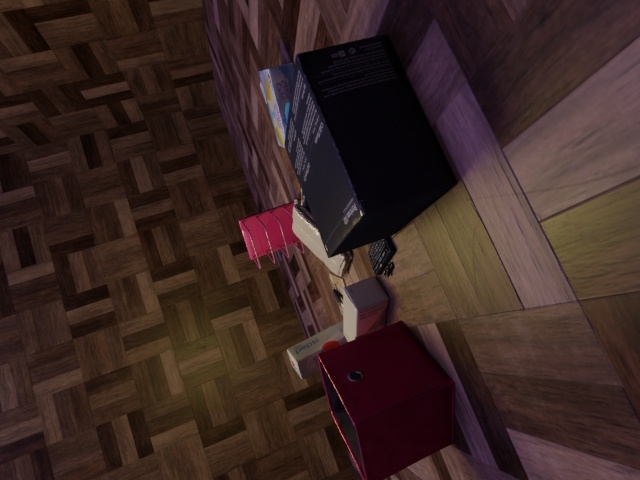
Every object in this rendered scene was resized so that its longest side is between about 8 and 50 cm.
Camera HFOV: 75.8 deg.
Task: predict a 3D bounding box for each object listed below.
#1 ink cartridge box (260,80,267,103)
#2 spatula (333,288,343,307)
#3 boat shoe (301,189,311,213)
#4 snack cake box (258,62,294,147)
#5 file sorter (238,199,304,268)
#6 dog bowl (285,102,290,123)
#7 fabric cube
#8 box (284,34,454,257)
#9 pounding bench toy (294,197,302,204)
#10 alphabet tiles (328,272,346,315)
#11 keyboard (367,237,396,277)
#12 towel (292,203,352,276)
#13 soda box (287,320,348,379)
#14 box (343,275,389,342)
[{"bbox_3d":[-0.228,-0.627,1.734,0.048,0.028,0.083,157,94,-77],"label":"ink cartridge box"},{"bbox_3d":[0.098,0.258,1.612,0.296,0.030,0.084,-136,31,-64],"label":"spatula"},{"bbox_3d":[-0.026,-0.123,1.498,0.079,0.084,0.233,-120,18,-53],"label":"boat shoe"},{"bbox_3d":[-0.121,-0.456,1.408,0.152,0.089,0.264,-135,29,-64],"label":"snack cake box"},{"bbox_3d":[-0.183,-0.023,1.840,0.182,0.291,0.202,-138,32,-59],"label":"file sorter"},{"bbox_3d":[-0.029,-0.343,1.229,0.297,0.074,0.165,-146,39,-70],"label":"dog bowl"},{"bbox_3d":[0.170,0.417,1.084,0.254,0.258,0.258,-128,23,-57],"label":"fabric cube"},{"bbox_3d":[0.068,-0.165,0.854,0.343,0.179,0.312,122,129,-74],"label":"box"},{"bbox_3d":[-0.077,-0.150,1.710,0.083,0.065,0.052,-177,69,-76],"label":"pounding bench toy"},{"bbox_3d":[0.097,0.239,1.679,0.237,0.009,0.198,-169,61,-75],"label":"alphabet tiles"},{"bbox_3d":[0.163,0.045,1.106,0.180,0.023,0.108,99,149,-66],"label":"keyboard"},{"bbox_3d":[0.000,0.000,1.486,0.282,0.049,0.187,45,158,16],"label":"towel"},{"bbox_3d":[0.024,0.412,1.588,0.098,0.287,0.091,33,141,58],"label":"soda box"},{"bbox_3d":[0.138,0.241,1.290,0.275,0.113,0.094,84,161,-49],"label":"box"}]
